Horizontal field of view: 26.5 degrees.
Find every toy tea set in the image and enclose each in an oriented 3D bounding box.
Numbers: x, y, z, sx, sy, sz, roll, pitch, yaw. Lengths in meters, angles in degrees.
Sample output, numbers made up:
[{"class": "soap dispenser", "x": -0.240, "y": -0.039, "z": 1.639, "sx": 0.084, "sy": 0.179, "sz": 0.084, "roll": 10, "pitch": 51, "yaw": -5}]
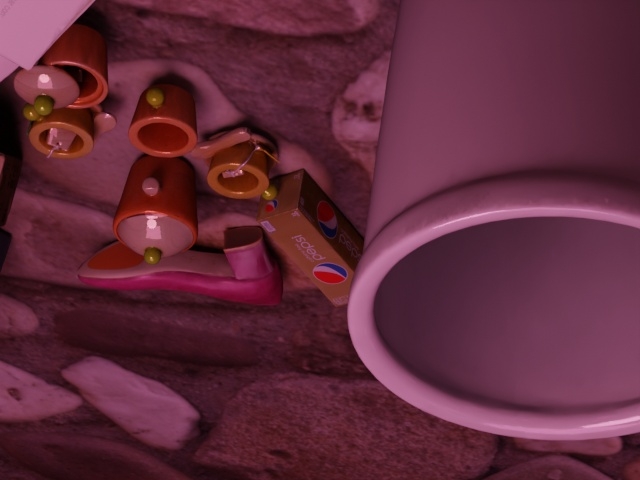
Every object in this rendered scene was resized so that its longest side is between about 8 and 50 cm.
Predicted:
[{"class": "toy tea set", "x": -0.204, "y": -0.083, "z": 1.438, "sx": 0.200, "sy": 0.124, "sz": 0.336, "roll": -22, "pitch": 140, "yaw": 35}]

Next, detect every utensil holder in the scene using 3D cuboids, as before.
[{"class": "utensil holder", "x": 0.205, "y": -0.073, "z": 1.188, "sx": 0.327, "sy": 0.385, "sz": 0.328, "roll": 5, "pitch": 143, "yaw": 4}]

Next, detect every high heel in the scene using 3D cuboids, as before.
[{"class": "high heel", "x": -0.170, "y": 0.050, "z": 1.666, "sx": 0.244, "sy": 0.082, "sz": 0.117, "roll": -12, "pitch": 130, "yaw": 5}]

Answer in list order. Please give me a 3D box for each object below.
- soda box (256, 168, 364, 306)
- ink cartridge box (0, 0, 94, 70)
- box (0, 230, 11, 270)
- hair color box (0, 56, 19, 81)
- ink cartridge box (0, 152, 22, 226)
[{"class": "soda box", "x": 0.000, "y": 0.000, "z": 1.584, "sx": 0.058, "sy": 0.061, "sz": 0.181, "roll": -16, "pitch": 136, "yaw": 27}, {"class": "ink cartridge box", "x": -0.316, "y": -0.348, "z": 1.018, "sx": 0.384, "sy": 0.279, "sz": 0.160, "roll": 28, "pitch": 139, "yaw": -24}, {"class": "box", "x": -0.609, "y": 0.053, "z": 1.577, "sx": 0.395, "sy": 0.294, "sz": 0.212, "roll": 34, "pitch": 136, "yaw": -30}, {"class": "hair color box", "x": -0.457, "y": -0.233, "z": 1.271, "sx": 0.338, "sy": 0.110, "sz": 0.185, "roll": 23, "pitch": 142, "yaw": -40}, {"class": "ink cartridge box", "x": -0.430, "y": -0.074, "z": 1.452, "sx": 0.193, "sy": 0.088, "sz": 0.234, "roll": 14, "pitch": 180, "yaw": -8}]
